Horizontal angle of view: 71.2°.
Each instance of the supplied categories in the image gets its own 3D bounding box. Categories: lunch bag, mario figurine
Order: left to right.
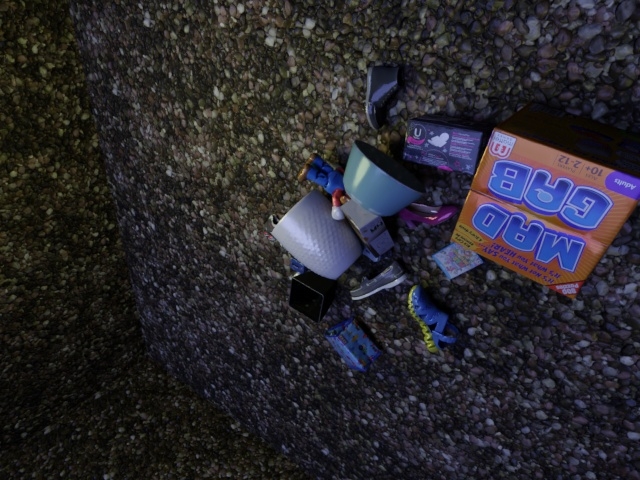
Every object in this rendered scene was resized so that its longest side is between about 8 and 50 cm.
[{"bbox_3d":[-0.105,0.116,2.221,0.099,0.065,0.067,28,129,24],"label":"lunch bag"},{"bbox_3d":[0.060,-0.204,1.815,0.321,0.170,0.198,33,94,-8],"label":"mario figurine"},{"bbox_3d":[0.130,0.531,2.224,0.221,0.138,0.293,50,152,1],"label":"lunch bag"}]

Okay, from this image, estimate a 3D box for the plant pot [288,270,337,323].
[{"bbox_3d":[-0.023,0.252,2.161,0.188,0.167,0.187,28,130,26],"label":"plant pot"}]

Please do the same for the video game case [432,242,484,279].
[{"bbox_3d":[0.523,0.069,1.712,0.119,0.015,0.166,53,135,2],"label":"video game case"}]

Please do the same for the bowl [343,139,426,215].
[{"bbox_3d":[0.204,-0.201,1.588,0.312,0.312,0.163,41,114,14],"label":"bowl"}]

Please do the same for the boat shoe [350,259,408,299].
[{"bbox_3d":[0.240,0.174,1.945,0.305,0.109,0.091,-30,93,39],"label":"boat shoe"}]

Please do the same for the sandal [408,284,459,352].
[{"bbox_3d":[0.468,0.314,1.834,0.138,0.126,0.317,-16,111,40],"label":"sandal"}]

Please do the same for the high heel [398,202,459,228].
[{"bbox_3d":[0.393,-0.119,1.667,0.117,0.082,0.244,55,149,-14],"label":"high heel"}]

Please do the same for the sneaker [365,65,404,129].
[{"bbox_3d":[0.229,-0.500,1.580,0.118,0.083,0.221,13,121,34],"label":"sneaker"}]

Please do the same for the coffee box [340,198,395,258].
[{"bbox_3d":[0.188,-0.053,1.745,0.141,0.098,0.246,54,-179,37],"label":"coffee box"}]

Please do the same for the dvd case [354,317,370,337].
[{"bbox_3d":[0.182,0.447,2.212,0.119,0.013,0.087,51,135,2],"label":"dvd case"}]

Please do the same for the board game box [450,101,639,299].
[{"bbox_3d":[0.645,-0.133,1.253,0.357,0.356,0.356,29,130,24],"label":"board game box"}]

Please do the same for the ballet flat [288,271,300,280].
[{"bbox_3d":[-0.127,0.184,2.297,0.114,0.041,0.041,-25,97,44],"label":"ballet flat"}]

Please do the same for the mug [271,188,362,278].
[{"bbox_3d":[0.000,0.000,1.940,0.328,0.276,0.374,45,170,2],"label":"mug"}]

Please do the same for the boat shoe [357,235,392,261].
[{"bbox_3d":[0.224,0.030,1.909,0.183,0.083,0.065,45,141,49],"label":"boat shoe"}]

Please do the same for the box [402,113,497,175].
[{"bbox_3d":[0.423,-0.323,1.465,0.248,0.163,0.141,21,122,29],"label":"box"}]

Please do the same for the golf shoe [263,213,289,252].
[{"bbox_3d":[-0.162,-0.024,2.167,0.273,0.105,0.120,29,122,24],"label":"golf shoe"}]
